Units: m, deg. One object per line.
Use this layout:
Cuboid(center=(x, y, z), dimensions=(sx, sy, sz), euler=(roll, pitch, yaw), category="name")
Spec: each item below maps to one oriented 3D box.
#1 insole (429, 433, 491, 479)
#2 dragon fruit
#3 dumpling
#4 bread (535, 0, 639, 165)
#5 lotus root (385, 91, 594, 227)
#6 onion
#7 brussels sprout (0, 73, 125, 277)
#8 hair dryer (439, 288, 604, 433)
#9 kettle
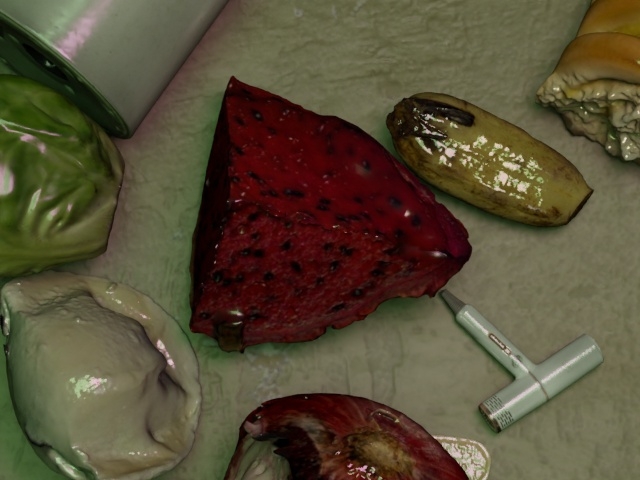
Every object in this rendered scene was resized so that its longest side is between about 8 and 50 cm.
Cuboid(center=(0.074, 0.246, 1.757), dimensions=(0.248, 0.011, 0.081), euler=(8, 79, 0), category="insole")
Cuboid(center=(0.000, 0.000, 1.690), dimensions=(0.330, 0.240, 0.302), euler=(15, 98, 9), category="dragon fruit")
Cuboid(center=(-0.237, 0.143, 1.707), dimensions=(0.227, 0.175, 0.243), euler=(-14, 94, -33), category="dumpling")
Cuboid(center=(0.441, -0.199, 1.750), dimensions=(0.316, 0.211, 0.270), euler=(34, 79, 2), category="bread")
Cuboid(center=(0.194, -0.091, 1.783), dimensions=(0.258, 0.097, 0.110), euler=(28, 87, -4), category="lotus root")
Cuboid(center=(0.022, 0.317, 1.588), dimensions=(0.341, 0.341, 0.341), euler=(0, 79, -1), category="onion")
Cuboid(center=(-0.340, -0.072, 1.710), dimensions=(0.244, 0.244, 0.244), euler=(0, 79, -1), category="brussels sprout")
Cuboid(center=(0.217, 0.108, 1.773), dimensions=(0.155, 0.044, 0.183), euler=(-32, 79, -9), category="hair dryer")
Cuboid(center=(-0.248, -0.368, 1.747), dimensions=(0.361, 0.250, 0.376), euler=(37, 78, 1), category="kettle")
